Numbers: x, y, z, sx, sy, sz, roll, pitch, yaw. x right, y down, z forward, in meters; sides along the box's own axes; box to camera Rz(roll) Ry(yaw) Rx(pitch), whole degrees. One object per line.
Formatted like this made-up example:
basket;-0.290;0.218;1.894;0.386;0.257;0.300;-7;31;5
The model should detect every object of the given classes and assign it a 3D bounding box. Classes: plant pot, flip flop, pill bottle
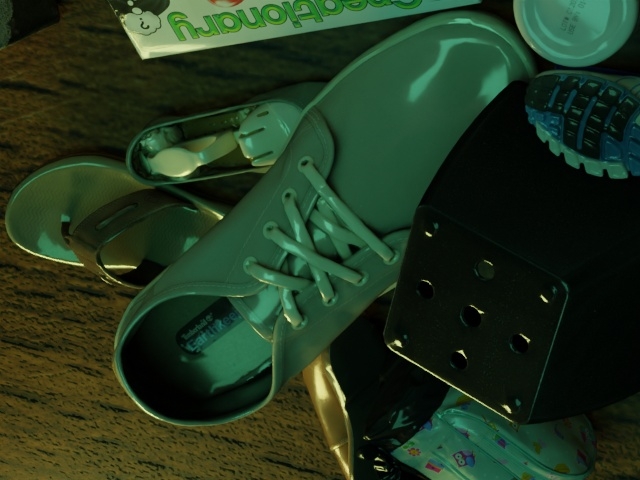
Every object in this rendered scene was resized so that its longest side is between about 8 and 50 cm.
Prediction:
plant pot;0.151;0.024;1.277;0.187;0.167;0.188;31;128;24
flip flop;-0.153;0.002;1.541;0.277;0.080;0.112;18;118;15
pill bottle;0.199;-0.186;1.264;0.087;0.160;0.087;9;115;19

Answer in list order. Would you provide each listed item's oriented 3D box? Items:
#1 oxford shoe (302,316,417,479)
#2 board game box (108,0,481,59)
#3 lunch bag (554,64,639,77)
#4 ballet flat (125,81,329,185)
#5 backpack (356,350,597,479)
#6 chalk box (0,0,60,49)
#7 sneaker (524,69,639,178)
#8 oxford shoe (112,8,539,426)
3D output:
oxford shoe;0.031;0.155;1.550;0.076;0.076;0.212;13;123;51
board game box;-0.043;-0.246;1.361;0.305;0.053;0.193;-7;135;25
lunch bag;0.236;-0.056;1.350;0.151;0.096;0.129;24;124;28
ballet flat;-0.067;-0.081;1.476;0.213;0.068;0.072;-9;108;26
backpack;0.135;0.160;1.456;0.182;0.152;0.115;37;131;-10
chalk box;-0.353;-0.292;1.441;0.179;0.180;0.289;-1;110;23
sneaker;0.237;-0.085;1.238;0.190;0.083;0.071;17;128;5
oxford shoe;0.000;0.000;1.405;0.449;0.130;0.169;-42;99;17
